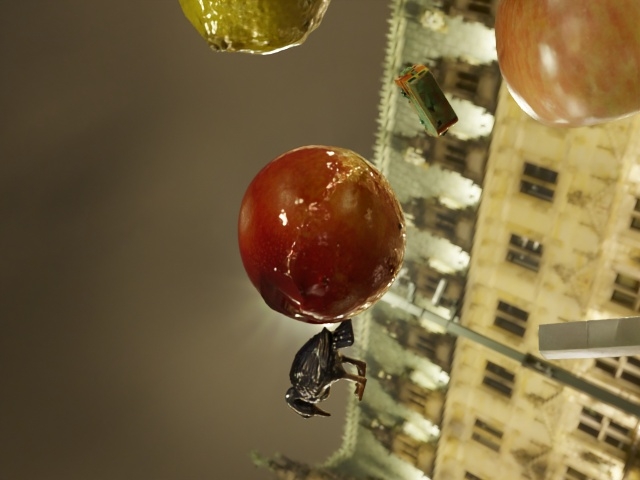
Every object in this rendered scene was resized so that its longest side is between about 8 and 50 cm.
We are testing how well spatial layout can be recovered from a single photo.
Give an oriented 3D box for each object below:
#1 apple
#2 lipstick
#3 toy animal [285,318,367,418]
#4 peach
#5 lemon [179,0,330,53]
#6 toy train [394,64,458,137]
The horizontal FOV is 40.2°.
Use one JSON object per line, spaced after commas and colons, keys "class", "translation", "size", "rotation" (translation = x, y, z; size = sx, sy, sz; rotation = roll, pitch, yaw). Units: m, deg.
{"class": "apple", "translation": [0.504, -0.391, 1.570], "size": [0.391, 0.391, 0.346], "rotation": [-37, -68, -37]}
{"class": "lipstick", "translation": [0.723, 0.236, 2.128], "size": [0.076, 0.372, 0.079], "rotation": [40, -131, -52]}
{"class": "toy animal", "translation": [0.017, 0.305, 2.046], "size": [0.122, 0.186, 0.298], "rotation": [-81, -2, -51]}
{"class": "peach", "translation": [0.000, 0.000, 1.798], "size": [0.388, 0.388, 0.388], "rotation": [-32, -46, -41]}
{"class": "lemon", "translation": [-0.103, -0.447, 1.449], "size": [0.268, 0.268, 0.321], "rotation": [59, -140, -52]}
{"class": "toy train", "translation": [0.256, -0.329, 2.074], "size": [0.072, 0.099, 0.188], "rotation": [-37, -75, -7]}
